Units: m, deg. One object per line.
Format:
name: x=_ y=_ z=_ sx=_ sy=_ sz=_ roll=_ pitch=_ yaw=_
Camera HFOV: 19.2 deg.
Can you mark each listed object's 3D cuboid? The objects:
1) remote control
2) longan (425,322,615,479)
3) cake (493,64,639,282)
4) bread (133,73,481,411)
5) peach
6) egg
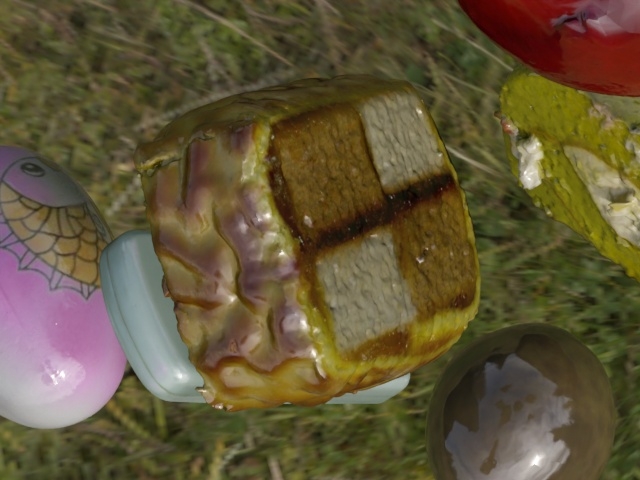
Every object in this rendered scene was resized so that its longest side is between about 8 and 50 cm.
remote control: x=-0.048 y=0.060 z=1.475 sx=0.056 sy=0.296 sz=0.140 roll=-38 pitch=63 yaw=30
longan: x=0.169 y=0.171 z=1.631 sx=0.159 sy=0.185 sz=0.204 roll=26 pitch=127 yaw=27
cake: x=0.276 y=-0.075 z=1.572 sx=0.156 sy=0.179 sz=0.260 roll=-41 pitch=57 yaw=-21
bread: x=0.000 y=0.000 z=1.056 sx=0.096 sy=0.222 sz=0.181 roll=-13 pitch=93 yaw=32
peach: x=0.155 y=-0.157 z=0.919 sx=0.197 sy=0.197 sz=0.197 roll=0 pitch=88 yaw=14
egg: x=-0.264 y=0.042 z=1.649 sx=0.196 sy=0.196 sz=0.271 roll=-33 pitch=74 yaw=11
